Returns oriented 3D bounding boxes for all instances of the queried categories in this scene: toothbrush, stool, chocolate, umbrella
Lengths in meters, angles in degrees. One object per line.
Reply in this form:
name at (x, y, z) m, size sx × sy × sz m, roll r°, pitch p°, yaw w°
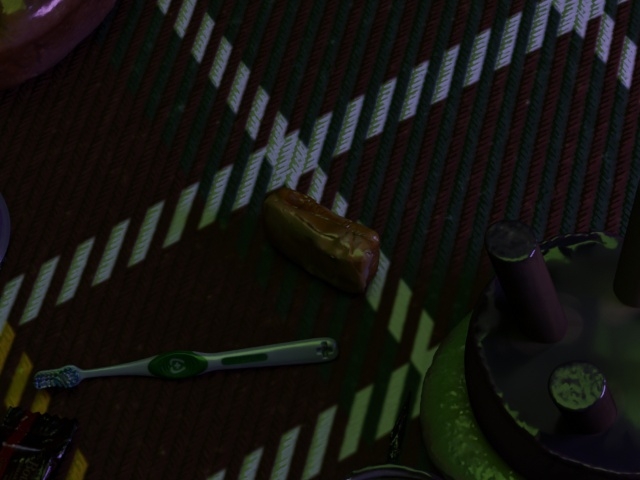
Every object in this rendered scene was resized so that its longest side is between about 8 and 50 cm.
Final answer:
toothbrush at (-0.133, 0.122, 1.520) m, size 0.303 × 0.030 × 0.030 m, roll -6°, pitch 59°, yaw -2°
stool at (0.265, 0.081, 1.376) m, size 0.272 × 0.178 × 0.272 m, roll -2°, pitch 58°, yaw 3°
chocolate at (-0.296, 0.241, 1.460) m, size 0.086 × 0.028 × 0.182 m, roll 8°, pitch 59°, yaw 17°
umbrella at (0.072, 0.198, 1.467) m, size 0.022 × 0.013 × 0.122 m, roll 5°, pitch 59°, yaw 32°

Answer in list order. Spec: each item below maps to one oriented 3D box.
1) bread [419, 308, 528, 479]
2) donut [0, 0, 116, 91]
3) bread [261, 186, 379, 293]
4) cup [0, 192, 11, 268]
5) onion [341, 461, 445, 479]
bread at (0.246, 0.158, 1.460) m, size 0.301 × 0.045 × 0.301 m, roll -1°, pitch 59°, yaw 1°
donut at (-0.365, -0.316, 1.724) m, size 0.317 × 0.150 × 0.299 m, roll -15°, pitch 60°, yaw -5°
bread at (0.000, 0.000, 1.555) m, size 0.132 × 0.074 × 0.053 m, roll 32°, pitch 55°, yaw 19°
cup at (-0.430, -0.073, 1.505) m, size 0.203 × 0.288 × 0.203 m, roll -2°, pitch 58°, yaw 4°
onion at (0.009, 0.352, 1.294) m, size 0.348 × 0.159 × 0.267 m, roll -14°, pitch 48°, yaw -6°
